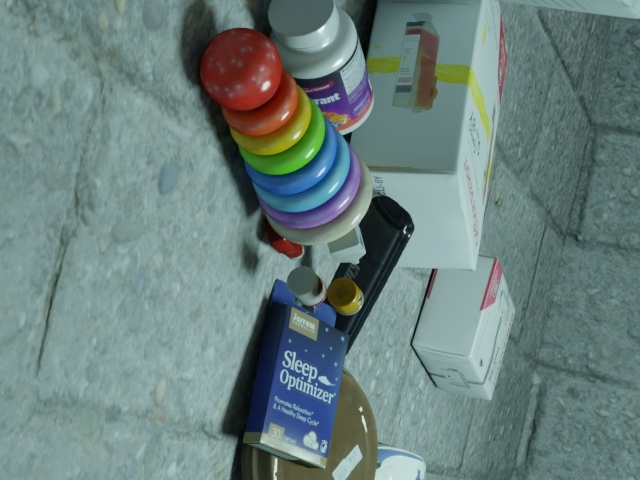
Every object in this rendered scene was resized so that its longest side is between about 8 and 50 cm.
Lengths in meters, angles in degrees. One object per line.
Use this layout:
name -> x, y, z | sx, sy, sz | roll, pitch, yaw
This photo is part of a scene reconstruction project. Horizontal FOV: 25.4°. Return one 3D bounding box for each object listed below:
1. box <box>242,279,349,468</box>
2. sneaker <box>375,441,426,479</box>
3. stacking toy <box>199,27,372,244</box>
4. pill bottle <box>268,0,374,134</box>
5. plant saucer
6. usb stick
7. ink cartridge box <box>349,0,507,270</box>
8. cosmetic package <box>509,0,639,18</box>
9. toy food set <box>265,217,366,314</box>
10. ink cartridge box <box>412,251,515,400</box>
box -> -0.027, 0.175, 1.877 | 0.136, 0.037, 0.225 | 29, 63, -44
sneaker -> 0.042, 0.395, 2.198 | 0.315, 0.127, 0.182 | 23, 83, -63
stacking toy -> -0.052, -0.125, 1.634 | 0.330, 0.141, 0.141 | 54, 50, -55
pill bottle -> -0.003, -0.220, 1.719 | 0.193, 0.108, 0.108 | 67, 39, -57
plant saucer -> -0.004, 0.294, 1.956 | 0.278, 0.041, 0.277 | 5, 84, -52
usb stick -> 0.053, 0.053, 1.950 | 0.045, 0.077, 0.278 | -20, 148, -41
ink cartridge box -> 0.161, -0.184, 2.040 | 0.279, 0.160, 0.384 | 70, 28, -58
cosmetic package -> 0.222, -0.476, 1.771 | 0.329, 0.394, 0.327 | -5, 105, -71
toy food set -> 0.000, 0.000, 1.822 | 0.104, 0.111, 0.232 | 51, 22, -66
ink cartridge box -> 0.279, 0.162, 2.705 | 0.283, 0.117, 0.207 | 57, 48, -63
